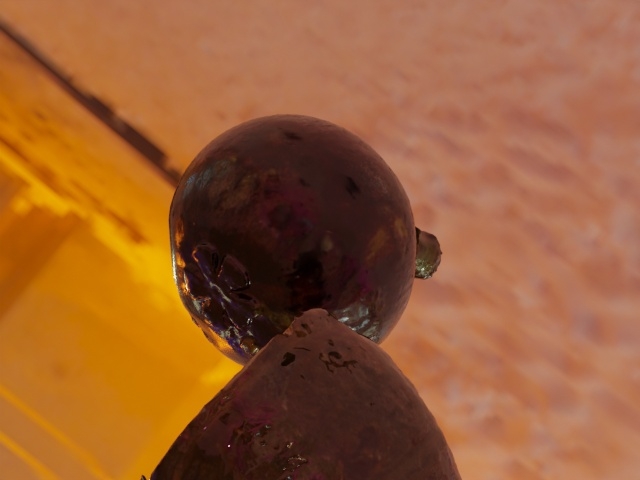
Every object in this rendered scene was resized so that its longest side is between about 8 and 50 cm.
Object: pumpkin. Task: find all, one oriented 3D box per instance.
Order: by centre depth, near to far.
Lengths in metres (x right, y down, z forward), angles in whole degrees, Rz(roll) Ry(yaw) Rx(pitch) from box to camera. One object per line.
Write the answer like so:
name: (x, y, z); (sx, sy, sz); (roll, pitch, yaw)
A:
pumpkin: (0.000, 0.213, 1.336); (0.232, 0.242, 0.325); (40, 140, 7)

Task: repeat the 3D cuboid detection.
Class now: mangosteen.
mangosteen: (0.000, 0.000, 1.725); (0.231, 0.231, 0.289); (30, -154, 30)
